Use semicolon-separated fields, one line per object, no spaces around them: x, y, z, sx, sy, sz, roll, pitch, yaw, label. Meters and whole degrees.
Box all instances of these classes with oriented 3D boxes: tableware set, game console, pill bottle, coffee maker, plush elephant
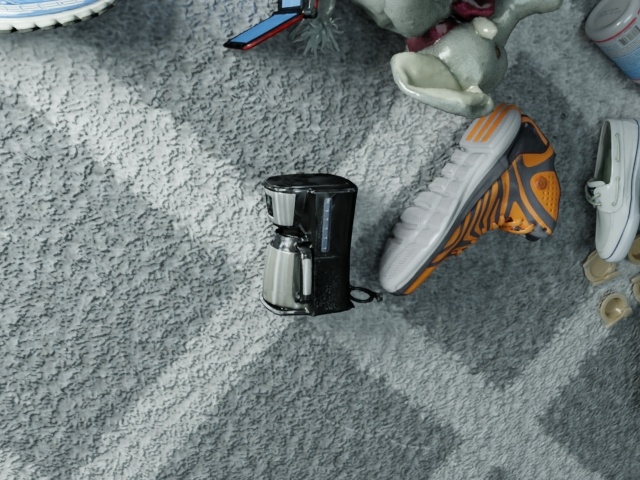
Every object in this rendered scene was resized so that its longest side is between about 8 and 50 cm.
0.519;0.062;1.173;0.141;0.020;0.169;-30;113;-7;tableware set
-0.061;-0.286;0.809;0.085;0.144;0.124;-2;107;-18;game console
0.470;-0.286;1.012;0.160;0.087;0.087;33;94;-24;pill bottle
0.000;0.000;0.947;0.171;0.120;0.178;-10;112;-40;coffee maker
0.154;-0.279;0.823;0.255;0.272;0.330;37;117;-14;plush elephant

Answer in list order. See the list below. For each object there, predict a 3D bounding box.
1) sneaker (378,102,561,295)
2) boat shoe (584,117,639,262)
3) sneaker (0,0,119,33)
0.234;-0.022;0.998;0.180;0.124;0.321;37;93;-23;sneaker
0.451;-0.080;1.084;0.075;0.083;0.226;8;93;-8;boat shoe
-0.363;-0.292;0.720;0.330;0.130;0.147;-5;110;-16;sneaker
